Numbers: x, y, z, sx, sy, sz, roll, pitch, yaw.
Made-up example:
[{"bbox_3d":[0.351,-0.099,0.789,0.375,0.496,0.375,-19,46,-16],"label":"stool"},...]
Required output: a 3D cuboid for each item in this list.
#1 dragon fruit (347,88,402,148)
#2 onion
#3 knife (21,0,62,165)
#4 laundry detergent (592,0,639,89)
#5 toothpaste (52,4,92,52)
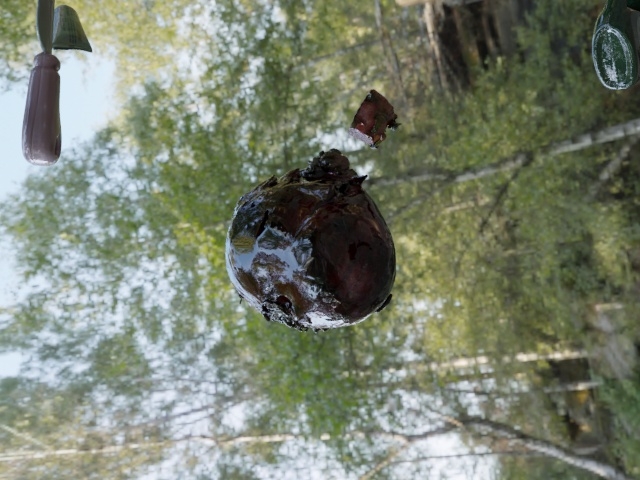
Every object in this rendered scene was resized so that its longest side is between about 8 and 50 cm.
[{"bbox_3d":[0.117,-0.252,1.725,0.102,0.096,0.147,-55,-2,-4],"label":"dragon fruit"},{"bbox_3d":[-0.009,0.018,1.115,0.221,0.281,0.281,38,-139,-33],"label":"onion"},{"bbox_3d":[-0.352,-0.263,1.005,0.081,0.043,0.336,-155,66,-84],"label":"knife"},{"bbox_3d":[0.455,-0.328,1.156,0.211,0.063,0.137,-57,-46,-31],"label":"laundry detergent"},{"bbox_3d":[-0.436,-0.365,1.364,0.255,0.067,0.037,-123,41,-54],"label":"toothpaste"}]
